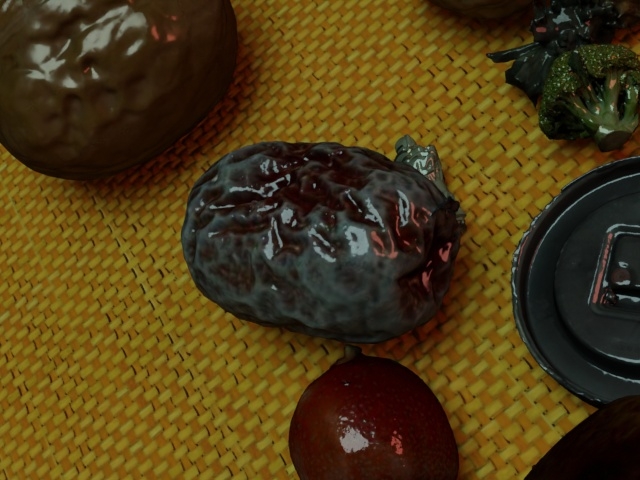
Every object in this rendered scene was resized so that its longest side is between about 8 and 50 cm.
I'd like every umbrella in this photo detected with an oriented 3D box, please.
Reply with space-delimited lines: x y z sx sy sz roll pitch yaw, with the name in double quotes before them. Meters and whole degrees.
"umbrella" 0.122 -0.063 1.188 0.067 0.062 0.143 -47 53 39

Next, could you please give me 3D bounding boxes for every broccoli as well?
"broccoli" 0.296 -0.151 1.089 0.131 0.130 0.120 124 143 -47

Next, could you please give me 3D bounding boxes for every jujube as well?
"jujube" 0.000 0.000 1.122 0.317 0.226 0.226 7 68 36

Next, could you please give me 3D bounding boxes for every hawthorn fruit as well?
"hawthorn fruit" 0.051 0.196 1.034 0.169 0.169 0.188 -21 54 17

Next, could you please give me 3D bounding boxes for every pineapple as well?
"pineapple" 0.311 -0.262 1.159 0.248 0.128 0.128 -42 53 8

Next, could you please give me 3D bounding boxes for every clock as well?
"clock" 0.333 0.044 1.023 0.280 0.055 0.281 -13 60 22

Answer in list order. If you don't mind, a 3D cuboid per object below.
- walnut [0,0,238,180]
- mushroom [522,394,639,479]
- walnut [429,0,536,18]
"walnut" -0.301 -0.270 1.370 0.397 0.308 0.354 -29 88 12
"mushroom" 0.316 0.276 0.833 0.331 0.356 0.334 31 120 33
"walnut" 0.190 -0.370 1.234 0.245 0.198 0.198 25 78 51
